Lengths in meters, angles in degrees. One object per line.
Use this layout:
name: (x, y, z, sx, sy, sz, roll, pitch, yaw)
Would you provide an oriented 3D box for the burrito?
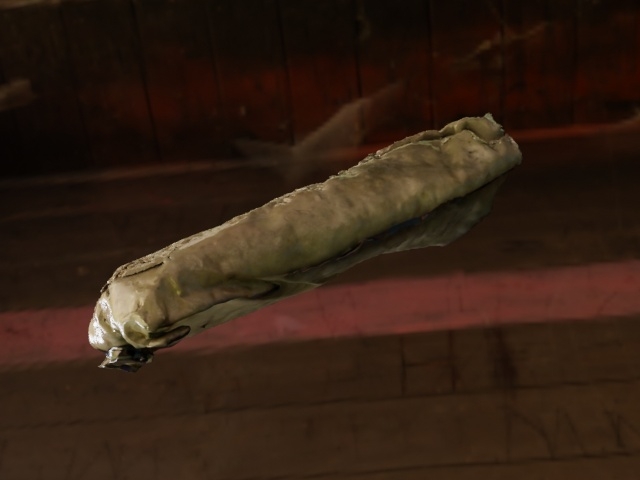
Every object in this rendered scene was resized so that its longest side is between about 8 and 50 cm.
burrito: (-0.001, -0.002, 0.443, 0.171, 0.042, 0.051, -22, -179, -21)
